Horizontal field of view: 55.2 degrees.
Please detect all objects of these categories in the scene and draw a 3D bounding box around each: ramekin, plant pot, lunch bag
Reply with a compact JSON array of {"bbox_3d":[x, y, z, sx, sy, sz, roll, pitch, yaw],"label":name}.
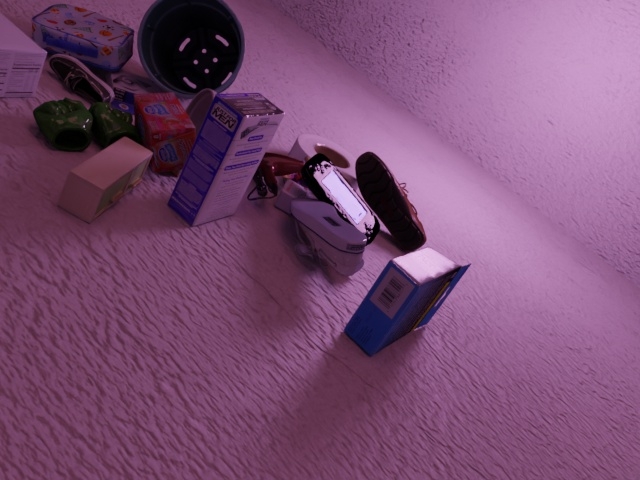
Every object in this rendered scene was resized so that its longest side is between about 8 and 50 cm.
[{"bbox_3d":[-0.341,-0.349,1.874,0.109,0.207,0.207,23,27,-37],"label":"ramekin"},{"bbox_3d":[-0.417,-0.643,2.104,0.341,0.341,0.334,29,5,-6],"label":"plant pot"},{"bbox_3d":[-0.771,-0.655,1.982,0.304,0.114,0.243,14,36,-8],"label":"lunch bag"}]

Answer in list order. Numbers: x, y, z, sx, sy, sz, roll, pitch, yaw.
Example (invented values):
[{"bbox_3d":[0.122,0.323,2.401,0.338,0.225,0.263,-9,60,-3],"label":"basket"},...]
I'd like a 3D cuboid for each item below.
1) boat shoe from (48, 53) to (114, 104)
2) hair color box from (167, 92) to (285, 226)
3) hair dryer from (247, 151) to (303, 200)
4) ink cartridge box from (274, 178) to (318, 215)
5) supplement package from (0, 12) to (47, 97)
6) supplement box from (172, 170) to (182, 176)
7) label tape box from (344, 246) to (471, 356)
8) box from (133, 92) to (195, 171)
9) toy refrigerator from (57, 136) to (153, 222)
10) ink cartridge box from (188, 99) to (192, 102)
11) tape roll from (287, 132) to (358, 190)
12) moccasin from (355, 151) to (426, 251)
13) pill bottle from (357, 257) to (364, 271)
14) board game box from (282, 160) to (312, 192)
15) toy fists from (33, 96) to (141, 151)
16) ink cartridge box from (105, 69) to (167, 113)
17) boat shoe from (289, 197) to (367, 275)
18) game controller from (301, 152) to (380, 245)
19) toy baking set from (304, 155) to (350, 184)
[{"bbox_3d":[-0.720,-0.480,1.822,0.219,0.077,0.070,33,26,-2],"label":"boat shoe"},{"bbox_3d":[-0.246,-0.211,1.586,0.110,0.338,0.185,41,28,15],"label":"hair color box"},{"bbox_3d":[-0.165,-0.198,1.904,0.224,0.080,0.294,37,45,24],"label":"hair dryer"},{"bbox_3d":[-0.060,-0.117,1.926,0.151,0.063,0.109,30,26,-5],"label":"ink cartridge box"},{"bbox_3d":[-0.901,-0.508,1.608,0.262,0.145,0.204,40,28,15],"label":"supplement package"},{"bbox_3d":[-0.398,-0.222,1.777,0.062,0.036,0.098,39,28,14],"label":"supplement box"},{"bbox_3d":[0.234,0.144,1.612,0.106,0.240,0.334,42,28,21],"label":"label tape box"},{"bbox_3d":[-0.440,-0.308,1.716,0.123,0.128,0.257,-8,37,-24],"label":"box"},{"bbox_3d":[-0.507,-0.150,1.475,0.094,0.102,0.269,30,27,-5],"label":"toy refrigerator"},{"bbox_3d":[-0.357,-0.401,2.082,0.198,0.067,0.115,38,27,8],"label":"ink cartridge box"},{"bbox_3d":[0.018,-0.268,2.218,0.286,0.100,0.286,24,29,-14],"label":"tape roll"},{"bbox_3d":[0.249,-0.141,2.135,0.380,0.139,0.147,52,15,2],"label":"moccasin"},{"bbox_3d":[0.070,0.030,1.804,0.078,0.078,0.137,9,36,-38],"label":"pill bottle"},{"bbox_3d":[-0.040,-0.211,2.029,0.169,0.033,0.133,-2,69,-10],"label":"board game box"},{"bbox_3d":[-0.617,-0.312,1.635,0.279,0.096,0.142,-6,45,-48],"label":"toy fists"},{"bbox_3d":[-0.575,-0.470,1.991,0.223,0.045,0.224,12,33,-34],"label":"ink cartridge box"},{"bbox_3d":[0.008,0.000,1.727,0.136,0.156,0.367,-2,25,-30],"label":"boat shoe"},{"bbox_3d":[0.067,-0.128,1.906,0.319,0.067,0.166,50,43,-8],"label":"game controller"},{"bbox_3d":[0.040,-0.174,1.987,0.197,0.030,0.256,17,46,-35],"label":"toy baking set"}]
